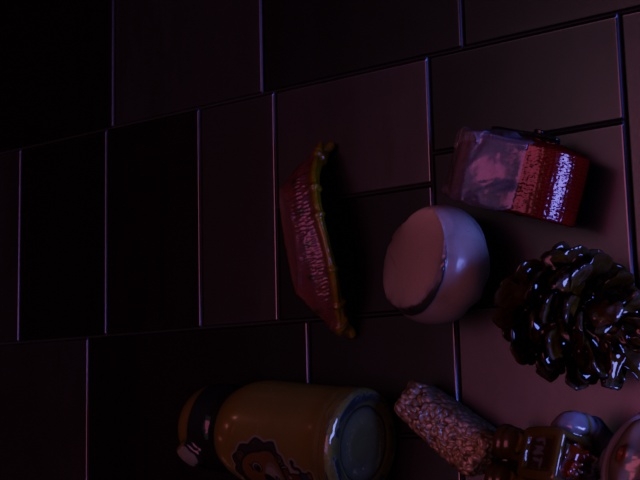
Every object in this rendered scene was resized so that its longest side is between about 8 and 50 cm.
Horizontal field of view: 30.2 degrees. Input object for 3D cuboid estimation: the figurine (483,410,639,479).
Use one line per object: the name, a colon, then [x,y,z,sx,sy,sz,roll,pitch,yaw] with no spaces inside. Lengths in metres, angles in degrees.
figurine: [0.378,0.287,1.473,0.382,0.186,0.261,-2,72,43]

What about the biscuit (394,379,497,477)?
biscuit: [0.183,0.264,1.680,0.168,0.082,0.070,37,104,35]

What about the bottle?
bottle: [-0.070,0.300,1.818,0.351,0.172,0.171,-2,83,39]

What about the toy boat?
toy boat: [-0.007,-0.001,1.853,0.141,0.099,0.317,132,133,-72]

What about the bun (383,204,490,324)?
bun: [0.179,0.039,1.687,0.173,0.120,0.172,-39,43,50]

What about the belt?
belt: [0.268,-0.096,1.631,0.201,0.128,0.124,16,93,34]

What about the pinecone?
pinecone: [0.328,0.104,1.516,0.184,0.179,0.204,-30,33,0]
